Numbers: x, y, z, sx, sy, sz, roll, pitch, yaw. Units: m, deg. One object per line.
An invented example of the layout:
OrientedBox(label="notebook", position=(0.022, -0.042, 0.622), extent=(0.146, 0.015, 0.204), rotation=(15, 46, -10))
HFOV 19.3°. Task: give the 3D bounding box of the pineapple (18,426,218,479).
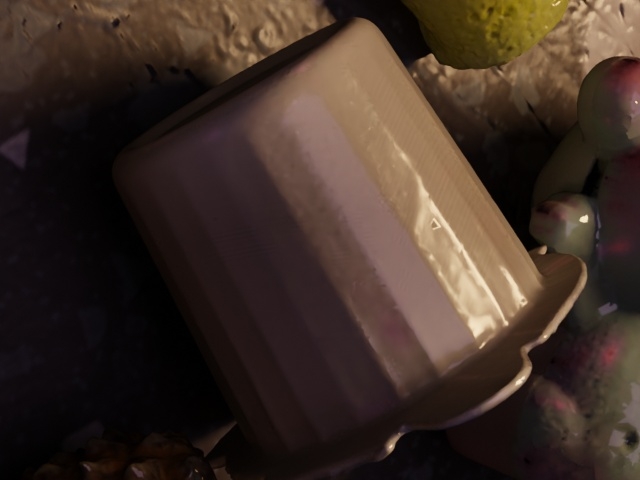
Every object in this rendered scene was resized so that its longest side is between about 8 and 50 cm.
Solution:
OrientedBox(label="pineapple", position=(-0.135, 0.199, 1.082), extent=(0.193, 0.166, 0.166), rotation=(-27, 111, -16))

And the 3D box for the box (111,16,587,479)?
OrientedBox(label="box", position=(0.000, 0.000, 1.090), extent=(0.262, 0.291, 0.206), rotation=(-33, 99, -7))

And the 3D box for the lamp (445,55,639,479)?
OrientedBox(label="lamp", position=(0.237, 0.040, 1.270), extent=(0.247, 0.247, 0.301), rotation=(22, 88, -39))

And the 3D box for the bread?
OrientedBox(label="bread", position=(0.106, -0.185, 1.237), extent=(0.129, 0.111, 0.114), rotation=(-43, 125, -18))
